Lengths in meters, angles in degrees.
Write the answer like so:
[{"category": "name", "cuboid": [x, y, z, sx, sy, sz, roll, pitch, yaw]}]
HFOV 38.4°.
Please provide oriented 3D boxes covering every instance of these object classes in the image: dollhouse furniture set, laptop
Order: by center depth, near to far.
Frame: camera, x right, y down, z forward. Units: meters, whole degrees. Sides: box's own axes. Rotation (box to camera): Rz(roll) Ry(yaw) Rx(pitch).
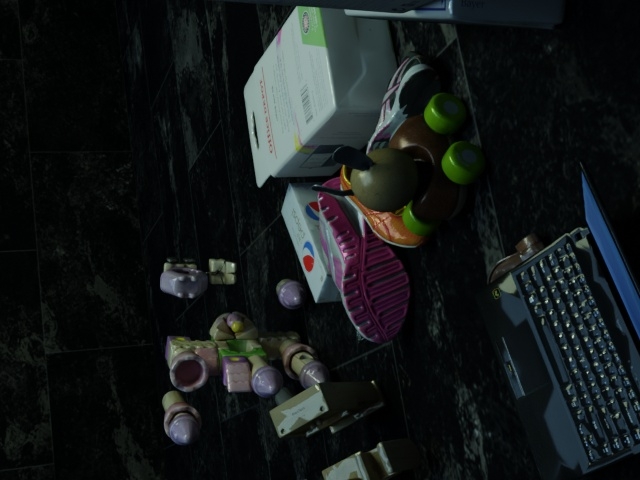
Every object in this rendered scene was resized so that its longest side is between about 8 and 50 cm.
[{"category": "laptop", "cuboid": [0.236, 0.096, 0.886, 0.264, 0.136, 0.234, -40, 56, 42]}, {"category": "dollhouse furniture set", "cuboid": [0.049, 0.337, 1.345, 0.212, 0.161, 0.242, -34, 66, 25]}]

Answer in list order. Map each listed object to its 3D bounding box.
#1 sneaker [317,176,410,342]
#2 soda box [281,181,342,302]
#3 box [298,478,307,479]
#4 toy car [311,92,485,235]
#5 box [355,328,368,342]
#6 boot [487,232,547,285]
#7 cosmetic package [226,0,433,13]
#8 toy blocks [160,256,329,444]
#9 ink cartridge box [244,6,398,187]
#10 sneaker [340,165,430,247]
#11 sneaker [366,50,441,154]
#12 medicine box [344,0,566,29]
[{"category": "sneaker", "cuboid": [0.063, 0.034, 1.376, 0.111, 0.103, 0.252, 104, 153, -73]}, {"category": "soda box", "cuboid": [0.000, 0.000, 1.545, 0.074, 0.069, 0.216, 110, 149, -43]}, {"category": "box", "cuboid": [-0.028, 0.578, 1.635, 0.261, 0.103, 0.184, -138, 47, -60]}, {"category": "toy car", "cuboid": [0.085, -0.093, 1.175, 0.155, 0.188, 0.149, 122, 139, -53]}, {"category": "box", "cuboid": [0.071, 0.112, 1.451, 0.067, 0.018, 0.083, 131, 132, -59]}, {"category": "boot", "cuboid": [0.238, 0.065, 1.032, 0.114, 0.037, 0.106, 68, 149, 29]}, {"category": "cosmetic package", "cuboid": [-0.058, -0.338, 0.852, 0.156, 0.385, 0.217, -174, 81, -67]}, {"category": "toy blocks", "cuboid": [-0.129, 0.205, 1.602, 0.260, 0.288, 0.309, -148, 60, -70]}, {"category": "ink cartridge box", "cuboid": [-0.008, -0.231, 1.472, 0.353, 0.119, 0.207, 144, 120, -62]}, {"category": "sneaker", "cuboid": [0.085, -0.053, 1.288, 0.175, 0.064, 0.067, 42, 154, 27]}, {"category": "sneaker", "cuboid": [0.115, -0.184, 1.274, 0.077, 0.072, 0.178, -96, 27, -42]}, {"category": "medicine box", "cuboid": [0.152, -0.392, 1.035, 0.263, 0.149, 0.289, -149, 60, -63]}]
